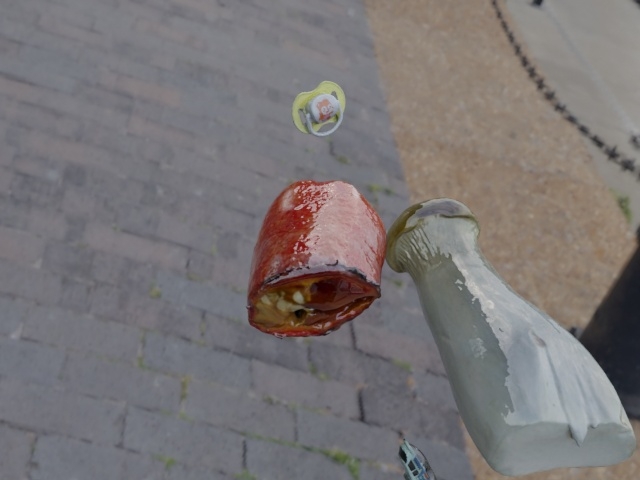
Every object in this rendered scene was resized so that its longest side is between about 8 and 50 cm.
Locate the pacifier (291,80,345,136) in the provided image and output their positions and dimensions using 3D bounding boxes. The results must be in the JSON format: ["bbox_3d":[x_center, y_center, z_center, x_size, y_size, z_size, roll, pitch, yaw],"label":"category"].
[{"bbox_3d":[-0.007,-0.175,1.389,0.083,0.068,0.064,-31,29,-20],"label":"pacifier"}]

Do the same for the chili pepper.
[{"bbox_3d":[0.000,0.000,0.723,0.086,0.084,0.192,23,27,-8],"label":"chili pepper"}]

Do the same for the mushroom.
[{"bbox_3d":[0.177,0.093,1.066,0.159,0.122,0.329,17,34,-39],"label":"mushroom"}]

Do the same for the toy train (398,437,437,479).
[{"bbox_3d":[0.174,0.404,1.644,0.207,0.047,0.043,61,-4,-14],"label":"toy train"}]
